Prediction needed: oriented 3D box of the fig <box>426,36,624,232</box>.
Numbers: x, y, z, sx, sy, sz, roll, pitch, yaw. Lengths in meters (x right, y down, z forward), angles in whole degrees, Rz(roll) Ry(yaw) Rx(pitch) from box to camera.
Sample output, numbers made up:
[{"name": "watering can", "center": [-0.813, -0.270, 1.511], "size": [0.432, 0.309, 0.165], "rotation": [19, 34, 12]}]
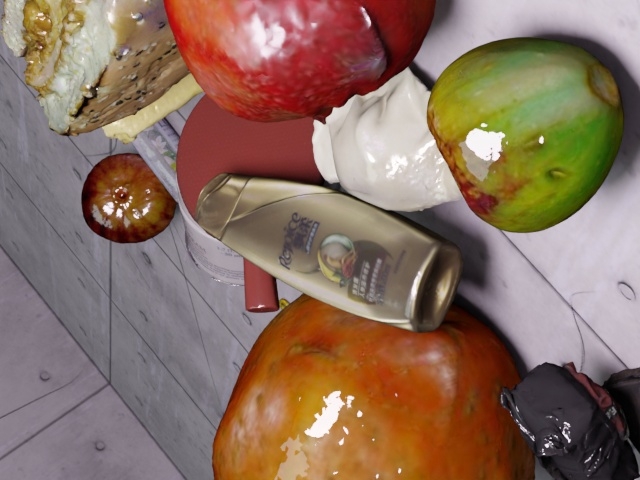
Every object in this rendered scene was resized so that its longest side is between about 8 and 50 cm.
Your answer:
[{"name": "fig", "center": [0.188, -0.103, 1.371], "size": [0.191, 0.181, 0.181], "rotation": [-24, 100, 44]}]

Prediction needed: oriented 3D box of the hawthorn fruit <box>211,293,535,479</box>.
[{"name": "hawthorn fruit", "center": [0.074, 0.218, 1.818], "size": [0.403, 0.403, 0.403], "rotation": [44, 156, 26]}]

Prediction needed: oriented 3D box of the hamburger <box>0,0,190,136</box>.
[{"name": "hamburger", "center": [-0.226, -0.285, 1.806], "size": [0.195, 0.277, 0.318], "rotation": [56, 151, 6]}]

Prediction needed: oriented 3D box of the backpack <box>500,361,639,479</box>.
[{"name": "backpack", "center": [0.277, 0.207, 1.605], "size": [0.165, 0.106, 0.120], "rotation": [46, -177, -39]}]

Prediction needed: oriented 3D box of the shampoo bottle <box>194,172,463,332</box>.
[{"name": "shampoo bottle", "center": [0.000, 0.000, 1.738], "size": [0.350, 0.125, 0.084], "rotation": [23, -173, 37]}]

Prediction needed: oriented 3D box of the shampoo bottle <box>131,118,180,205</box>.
[{"name": "shampoo bottle", "center": [-0.257, -0.158, 2.333], "size": [0.214, 0.072, 0.072], "rotation": [52, 158, 9]}]

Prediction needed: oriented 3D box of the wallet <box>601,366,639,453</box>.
[{"name": "wallet", "center": [0.420, 0.269, 1.577], "size": [0.321, 0.044, 0.170], "rotation": [55, 162, 0]}]

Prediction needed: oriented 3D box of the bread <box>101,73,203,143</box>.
[{"name": "bread", "center": [-0.294, -0.288, 2.078], "size": [0.236, 0.198, 0.263], "rotation": [28, 145, 62]}]

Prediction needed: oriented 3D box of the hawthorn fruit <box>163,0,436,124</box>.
[{"name": "hawthorn fruit", "center": [-0.037, -0.267, 1.481], "size": [0.307, 0.265, 0.265], "rotation": [61, 158, -9]}]

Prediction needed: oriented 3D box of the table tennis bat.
[{"name": "table tennis bat", "center": [-0.085, -0.063, 1.880], "size": [0.038, 0.200, 0.310], "rotation": [30, -128, -67]}]

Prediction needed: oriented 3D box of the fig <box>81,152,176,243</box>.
[{"name": "fig", "center": [-0.327, -0.062, 2.493], "size": [0.202, 0.149, 0.148], "rotation": [-31, 55, 55]}]

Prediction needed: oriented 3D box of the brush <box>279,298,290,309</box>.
[{"name": "brush", "center": [0.004, 0.173, 2.340], "size": [0.218, 0.010, 0.082], "rotation": [50, 158, 14]}]

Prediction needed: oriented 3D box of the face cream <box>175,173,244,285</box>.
[{"name": "face cream", "center": [-0.099, -0.048, 2.013], "size": [0.177, 0.177, 0.153], "rotation": [43, 156, 27]}]

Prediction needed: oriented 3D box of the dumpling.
[{"name": "dumpling", "center": [0.080, -0.114, 1.653], "size": [0.216, 0.126, 0.166], "rotation": [-139, 43, -67]}]
